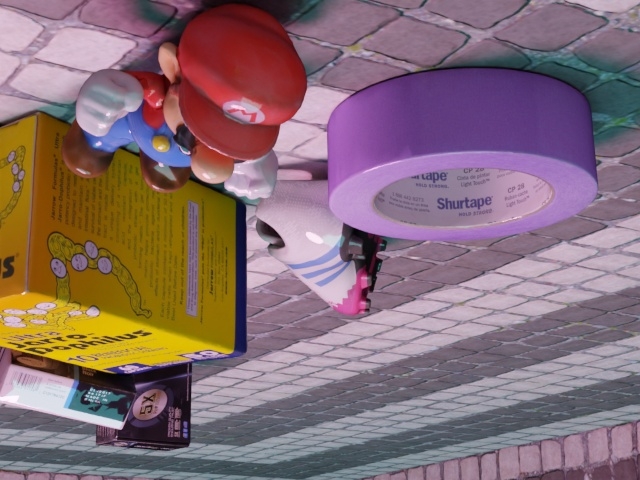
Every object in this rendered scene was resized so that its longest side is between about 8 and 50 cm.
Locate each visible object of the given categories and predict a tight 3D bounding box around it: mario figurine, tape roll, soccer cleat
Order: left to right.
[{"bbox_3d":[-0.124,-0.088,1.159,0.198,0.170,0.320,-31,-173,-29],"label":"mario figurine"},{"bbox_3d":[0.000,0.000,1.593,0.143,0.116,0.331,12,162,10],"label":"soccer cleat"},{"bbox_3d":[0.144,-0.081,1.346,0.275,0.090,0.275,-2,163,0],"label":"tape roll"}]

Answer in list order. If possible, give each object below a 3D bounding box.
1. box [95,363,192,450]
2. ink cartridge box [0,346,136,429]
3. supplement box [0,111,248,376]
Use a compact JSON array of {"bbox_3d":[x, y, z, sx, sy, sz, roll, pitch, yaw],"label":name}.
[{"bbox_3d":[-0.304,0.267,2.255,0.147,0.180,0.077,13,159,-35],"label":"box"},{"bbox_3d":[-0.342,0.117,1.720,0.165,0.065,0.332,16,-159,-22],"label":"ink cartridge box"},{"bbox_3d":[-0.263,0.021,1.462,0.194,0.195,0.356,-13,159,32],"label":"supplement box"}]
